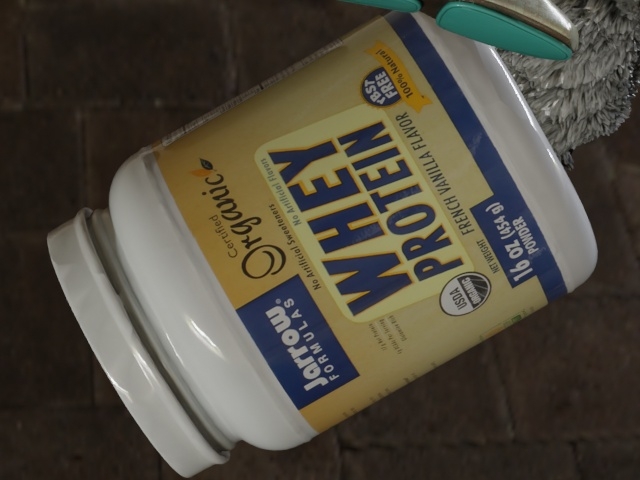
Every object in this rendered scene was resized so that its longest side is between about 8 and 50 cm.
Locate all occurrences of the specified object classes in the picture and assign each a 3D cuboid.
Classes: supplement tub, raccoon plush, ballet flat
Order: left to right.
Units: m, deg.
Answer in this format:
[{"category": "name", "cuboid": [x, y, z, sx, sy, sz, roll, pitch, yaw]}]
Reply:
[{"category": "supplement tub", "cuboid": [0.000, 0.000, 1.322, 0.316, 0.228, 0.228, -30, 53, 1]}, {"category": "ballet flat", "cuboid": [0.063, -0.141, 1.038, 0.168, 0.057, 0.052, 15, 81, -10]}, {"category": "raccoon plush", "cuboid": [0.255, -0.143, 1.921, 0.216, 0.446, 0.299, -6, 14, 3]}]
